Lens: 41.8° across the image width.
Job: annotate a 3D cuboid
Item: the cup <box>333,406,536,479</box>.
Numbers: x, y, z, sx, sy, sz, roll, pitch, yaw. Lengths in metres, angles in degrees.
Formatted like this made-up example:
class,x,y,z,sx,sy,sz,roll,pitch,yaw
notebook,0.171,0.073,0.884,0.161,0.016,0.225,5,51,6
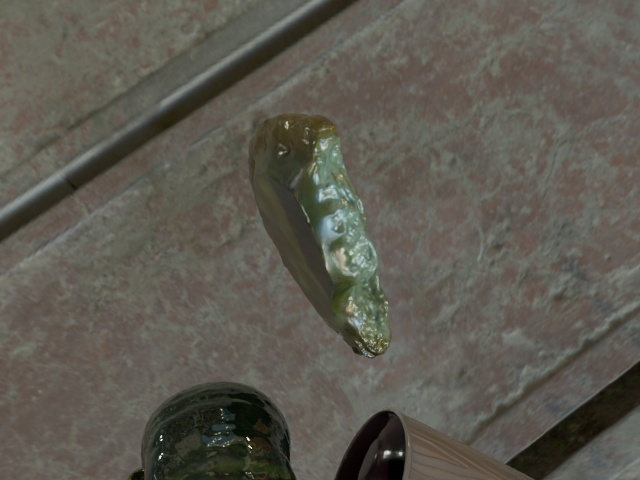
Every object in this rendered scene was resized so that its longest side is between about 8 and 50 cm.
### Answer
class,x,y,z,sx,sy,sz,roll,pitch,yaw
cup,0.170,0.392,1.143,0.273,0.288,0.208,28,101,-17

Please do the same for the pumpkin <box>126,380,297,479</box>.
class,x,y,z,sx,sy,sz,roll,pitch,yaw
pumpkin,-0.129,0.316,0.995,0.207,0.300,0.300,3,69,-15

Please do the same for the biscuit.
class,x,y,z,sx,sy,sz,roll,pitch,yaw
biscuit,0.000,0.000,1.056,0.078,0.329,0.335,-28,90,-17
